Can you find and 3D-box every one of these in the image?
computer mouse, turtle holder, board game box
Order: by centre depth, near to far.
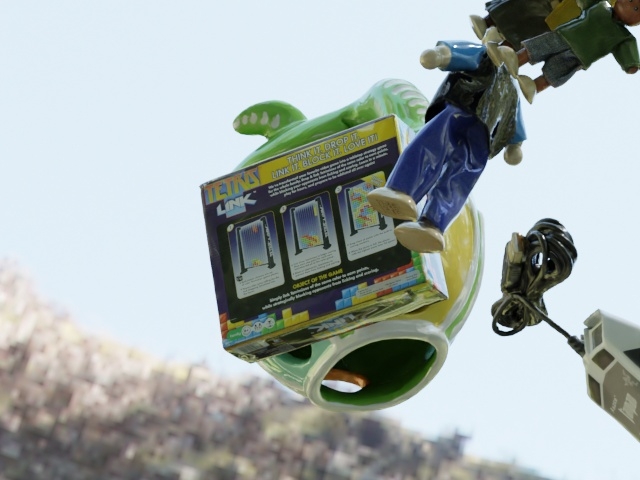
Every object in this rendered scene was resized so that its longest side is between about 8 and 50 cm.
[{"bbox_3d":[0.171,0.069,1.060,0.193,0.042,0.106,43,-27,23],"label":"computer mouse"},{"bbox_3d":[0.000,0.000,1.480,0.170,0.141,0.048,-18,-26,21],"label":"board game box"},{"bbox_3d":[0.049,0.004,1.708,0.320,0.227,0.243,-35,-38,31],"label":"turtle holder"}]

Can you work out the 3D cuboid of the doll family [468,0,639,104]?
[{"bbox_3d":[0.126,-0.172,1.158,0.193,0.111,0.076,58,-1,5],"label":"doll family"}]

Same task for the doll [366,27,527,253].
[{"bbox_3d":[0.101,-0.088,1.394,0.046,0.189,0.129,5,-35,45],"label":"doll"}]
